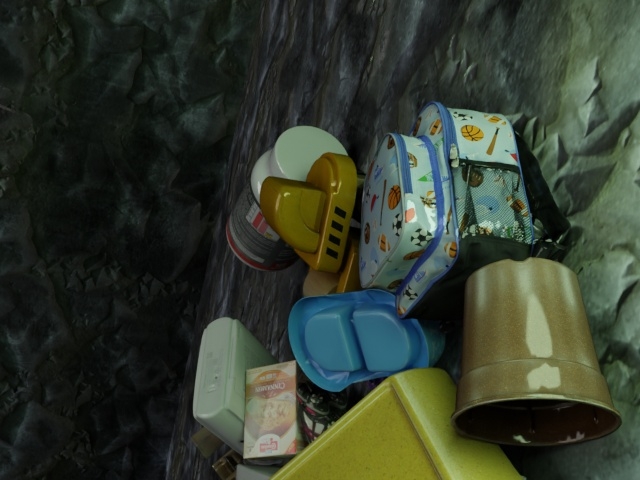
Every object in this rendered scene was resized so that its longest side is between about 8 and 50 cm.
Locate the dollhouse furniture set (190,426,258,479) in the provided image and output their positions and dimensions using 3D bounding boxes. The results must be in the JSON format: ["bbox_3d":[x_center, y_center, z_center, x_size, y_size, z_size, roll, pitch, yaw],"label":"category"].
[{"bbox_3d":[-0.188,0.551,1.684,0.242,0.161,0.212,55,161,-8],"label":"dollhouse furniture set"}]

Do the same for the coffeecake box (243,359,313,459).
[{"bbox_3d":[-0.085,0.356,1.376,0.142,0.068,0.185,-18,61,33],"label":"coffeecake box"}]

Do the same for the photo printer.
[{"bbox_3d":[-0.166,0.361,1.538,0.107,0.307,0.256,-19,45,18],"label":"photo printer"}]

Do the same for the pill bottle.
[{"bbox_3d":[-0.080,-0.091,1.543,0.363,0.210,0.210,127,145,-55],"label":"pill bottle"}]

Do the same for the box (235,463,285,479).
[{"bbox_3d":[-0.047,0.554,1.260,0.345,0.168,0.215,151,124,-65],"label":"box"}]

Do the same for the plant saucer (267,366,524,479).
[{"bbox_3d":[0.052,0.309,0.771,0.333,0.081,0.333,-41,20,4],"label":"plant saucer"}]

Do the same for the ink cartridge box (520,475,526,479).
[{"bbox_3d":[0.172,0.388,0.823,0.160,0.092,0.219,161,115,-68],"label":"ink cartridge box"}]

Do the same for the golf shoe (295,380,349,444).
[{"bbox_3d":[0.038,0.362,1.204,0.273,0.105,0.120,-134,44,-59],"label":"golf shoe"}]

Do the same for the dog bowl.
[{"bbox_3d":[0.072,0.154,1.067,0.297,0.074,0.166,-12,95,46],"label":"dog bowl"}]

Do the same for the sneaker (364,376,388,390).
[{"bbox_3d":[0.084,0.235,1.166,0.170,0.071,0.068,-151,70,-68],"label":"sneaker"}]

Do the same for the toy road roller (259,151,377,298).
[{"bbox_3d":[0.000,0.000,1.237,0.202,0.240,0.329,-140,60,-68],"label":"toy road roller"}]

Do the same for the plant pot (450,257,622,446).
[{"bbox_3d":[0.223,0.118,0.713,0.167,0.167,0.165,128,152,-55],"label":"plant pot"}]

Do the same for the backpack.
[{"bbox_3d":[0.162,-0.044,0.882,0.276,0.213,0.263,124,159,-56],"label":"backpack"}]
